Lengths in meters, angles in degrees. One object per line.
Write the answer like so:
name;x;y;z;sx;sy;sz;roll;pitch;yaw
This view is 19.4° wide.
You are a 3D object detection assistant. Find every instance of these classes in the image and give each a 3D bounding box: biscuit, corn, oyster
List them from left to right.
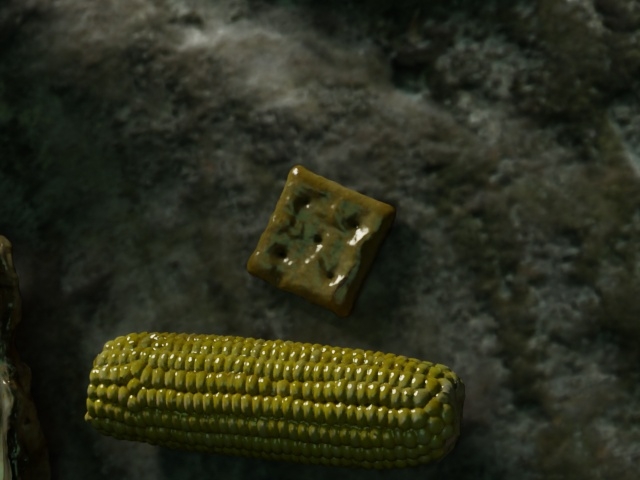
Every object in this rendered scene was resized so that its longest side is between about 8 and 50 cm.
oyster;-0.241;0.154;1.282;0.128;0.078;0.345;-8;82;36
corn;-0.028;0.104;1.218;0.248;0.081;0.081;4;84;17
biscuit;0.000;0.000;1.257;0.081;0.018;0.083;26;90;18
